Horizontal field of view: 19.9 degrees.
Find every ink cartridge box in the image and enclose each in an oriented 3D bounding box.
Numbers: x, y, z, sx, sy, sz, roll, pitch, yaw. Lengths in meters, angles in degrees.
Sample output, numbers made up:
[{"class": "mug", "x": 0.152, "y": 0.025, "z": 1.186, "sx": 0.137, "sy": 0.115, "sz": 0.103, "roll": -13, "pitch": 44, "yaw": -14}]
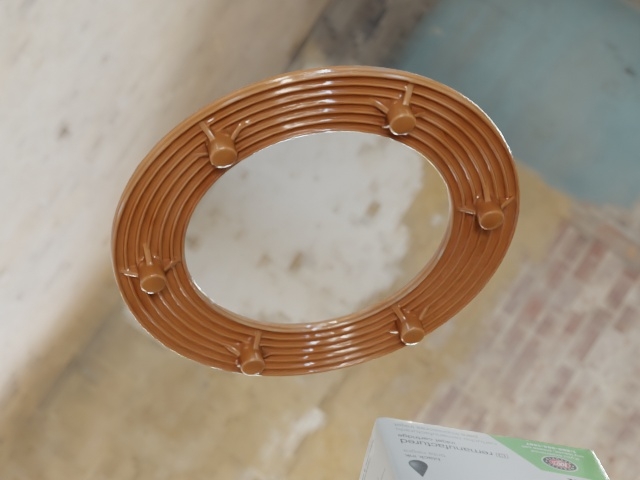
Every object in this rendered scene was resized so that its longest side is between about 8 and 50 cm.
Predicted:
[{"class": "ink cartridge box", "x": 0.152, "y": 0.271, "z": 1.484, "sx": 0.289, "sy": 0.211, "sz": 0.122, "roll": -111, "pitch": -148, "yaw": -69}]

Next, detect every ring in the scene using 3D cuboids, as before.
[{"class": "ring", "x": 0.000, "y": 0.000, "z": 1.461, "sx": 0.032, "sy": 0.336, "sz": 0.336, "roll": -107, "pitch": -146, "yaw": -44}]
